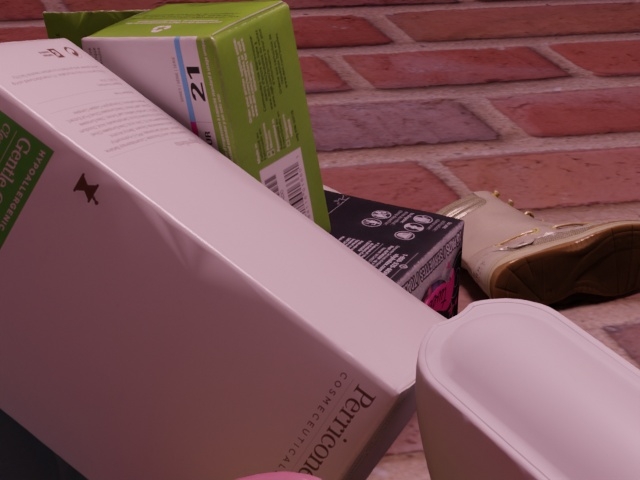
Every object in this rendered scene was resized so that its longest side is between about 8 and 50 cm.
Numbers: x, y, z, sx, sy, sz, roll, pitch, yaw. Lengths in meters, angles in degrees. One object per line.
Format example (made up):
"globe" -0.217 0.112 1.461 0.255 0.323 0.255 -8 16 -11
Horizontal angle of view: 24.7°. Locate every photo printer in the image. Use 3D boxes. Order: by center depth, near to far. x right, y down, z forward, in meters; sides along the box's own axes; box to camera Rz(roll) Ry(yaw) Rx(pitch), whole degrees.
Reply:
"photo printer" 0.165 0.183 0.811 0.107 0.256 0.307 -28 33 -15

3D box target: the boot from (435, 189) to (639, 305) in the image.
"boot" 0.224 -0.001 1.459 0.213 0.077 0.165 -12 25 -23

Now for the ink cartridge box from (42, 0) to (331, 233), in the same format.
"ink cartridge box" -0.134 -0.079 1.130 0.255 0.188 0.097 5 25 35

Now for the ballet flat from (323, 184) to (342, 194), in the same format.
"ballet flat" 0.000 0.000 1.430 0.096 0.095 0.280 -2 32 -36

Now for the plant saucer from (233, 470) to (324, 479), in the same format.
"plant saucer" -0.074 0.257 0.633 0.084 0.332 0.332 43 13 -21

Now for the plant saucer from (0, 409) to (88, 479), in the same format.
"plant saucer" -0.306 0.170 0.978 0.318 0.043 0.317 1 37 -1

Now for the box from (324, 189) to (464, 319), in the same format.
"box" -0.002 0.073 1.181 0.163 0.142 0.247 14 28 23

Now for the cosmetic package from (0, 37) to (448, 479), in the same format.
"cosmetic package" -0.113 0.043 0.984 0.365 0.197 0.155 36 21 13
